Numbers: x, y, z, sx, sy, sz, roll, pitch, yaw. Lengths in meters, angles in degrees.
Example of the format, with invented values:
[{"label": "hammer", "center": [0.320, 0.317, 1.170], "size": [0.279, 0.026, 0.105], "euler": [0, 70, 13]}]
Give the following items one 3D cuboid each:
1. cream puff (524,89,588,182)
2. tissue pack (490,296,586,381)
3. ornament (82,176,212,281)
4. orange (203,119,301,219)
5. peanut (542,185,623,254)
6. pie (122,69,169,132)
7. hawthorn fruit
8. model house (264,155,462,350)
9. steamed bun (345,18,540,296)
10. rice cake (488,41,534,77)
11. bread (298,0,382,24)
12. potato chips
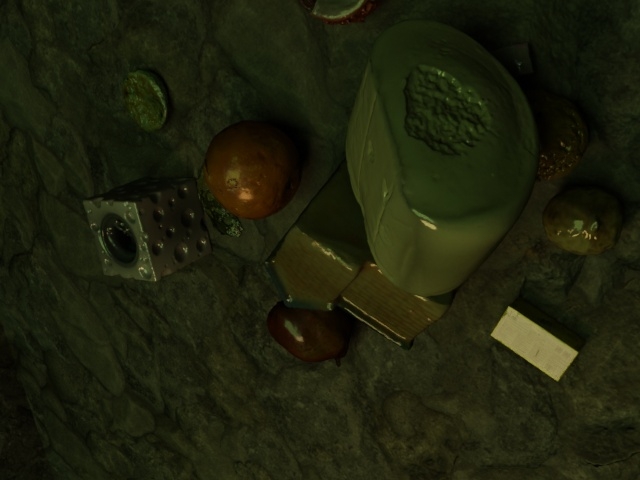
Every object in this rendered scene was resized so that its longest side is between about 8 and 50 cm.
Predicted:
[{"label": "cream puff", "center": [0.420, -0.201, 1.401], "size": [0.189, 0.129, 0.189], "euler": [16, 121, 28]}, {"label": "tissue pack", "center": [0.480, 0.215, 1.601], "size": [0.176, 0.062, 0.095], "euler": [35, 127, 21]}, {"label": "ornament", "center": [-0.503, -0.040, 2.127], "size": [0.240, 0.240, 0.239], "euler": [4, 113, 37]}, {"label": "orange", "center": [-0.170, -0.174, 1.795], "size": [0.246, 0.246, 0.246], "euler": [17, 121, 31]}, {"label": "peanut", "center": [0.513, -0.039, 1.422], "size": [0.159, 0.109, 0.140], "euler": [15, 109, 46]}, {"label": "pie", "center": [-0.501, -0.402, 2.082], "size": [0.187, 0.041, 0.186], "euler": [17, 122, 31]}, {"label": "hawthorn fruit", "center": [-0.013, 0.232, 1.914], "size": [0.248, 0.208, 0.208], "euler": [49, 134, -10]}, {"label": "model house", "center": [0.119, 0.034, 1.656], "size": [0.382, 0.334, 0.342], "euler": [35, 148, 2]}, {"label": "steamed bun", "center": [0.222, -0.147, 1.359], "size": [0.371, 0.290, 0.455], "euler": [106, 157, -64]}, {"label": "rice cake", "center": [0.252, -0.345, 1.506], "size": [0.399, 0.064, 0.070], "euler": [0, 101, 38]}, {"label": "bread", "center": [0.044, -0.562, 1.509], "size": [0.224, 0.142, 0.212], "euler": [46, 114, 10]}, {"label": "potato chips", "center": [-0.278, -0.120, 2.059], "size": [0.202, 0.029, 0.219], "euler": [16, 117, 32]}]
